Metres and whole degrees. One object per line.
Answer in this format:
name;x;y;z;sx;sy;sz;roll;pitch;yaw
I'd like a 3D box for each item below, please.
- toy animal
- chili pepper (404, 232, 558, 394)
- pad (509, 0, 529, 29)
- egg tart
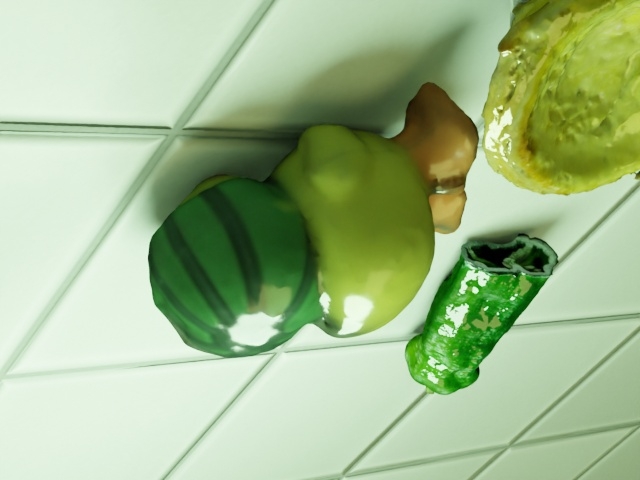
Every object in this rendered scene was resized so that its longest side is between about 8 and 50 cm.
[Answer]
toy animal;0.000;0.003;1.484;0.338;0.191;0.216;-22;154;-12
chili pepper;0.188;0.108;1.966;0.136;0.099;0.270;-18;149;-40
pad;0.243;-0.270;1.406;0.156;0.004;0.232;-23;145;-11
egg tart;0.270;-0.175;1.438;0.315;0.120;0.315;-19;142;-15
